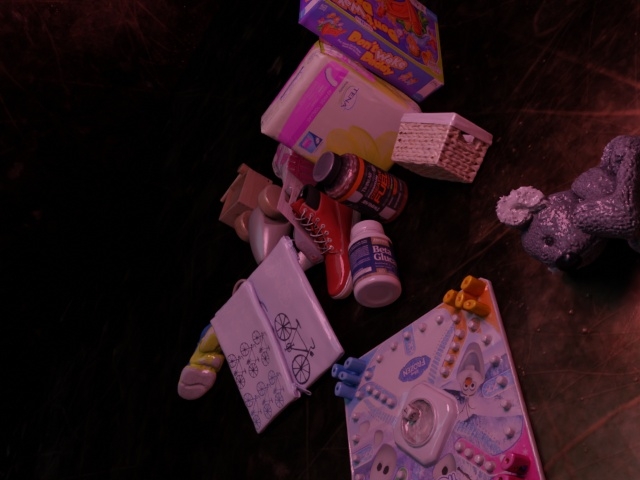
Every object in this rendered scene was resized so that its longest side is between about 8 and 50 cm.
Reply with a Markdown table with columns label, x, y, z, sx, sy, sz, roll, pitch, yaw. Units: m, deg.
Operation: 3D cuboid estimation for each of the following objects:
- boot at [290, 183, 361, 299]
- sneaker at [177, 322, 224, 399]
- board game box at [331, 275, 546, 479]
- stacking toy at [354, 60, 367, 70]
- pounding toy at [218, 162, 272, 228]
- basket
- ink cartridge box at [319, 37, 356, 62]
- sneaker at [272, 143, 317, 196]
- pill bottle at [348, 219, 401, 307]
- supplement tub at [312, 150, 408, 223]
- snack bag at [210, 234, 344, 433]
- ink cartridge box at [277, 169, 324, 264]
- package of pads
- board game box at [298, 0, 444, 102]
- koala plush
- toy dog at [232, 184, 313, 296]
| label | x | y | z | sx | sy | sz | roll | pitch | yaw |
| --- | --- | --- | --- | --- | --- | --- | --- | --- | --- |
| boot | 0.000 | 0.000 | 1.499 | 0.088 | 0.176 | 0.244 | -29 | 48 | 42 |
| sneaker | -0.308 | 0.317 | 1.863 | 0.240 | 0.091 | 0.126 | -57 | 13 | 15 |
| board game box | 0.164 | 0.304 | 1.151 | 0.390 | 0.050 | 0.389 | -40 | 39 | 35 |
| stacking toy | 0.058 | -0.390 | 1.736 | 0.301 | 0.166 | 0.175 | -49 | 42 | 5 |
| pounding toy | -0.219 | -0.133 | 2.025 | 0.181 | 0.094 | 0.206 | -37 | 31 | 47 |
| basket | 0.230 | -0.180 | 1.333 | 0.167 | 0.113 | 0.103 | 17 | 86 | 60 |
| ink cartridge box | 0.106 | -0.619 | 1.832 | 0.207 | 0.117 | 0.282 | -28 | 47 | 46 |
| sneaker | -0.070 | -0.194 | 1.834 | 0.111 | 0.103 | 0.252 | -46 | 29 | 36 |
| pill bottle | 0.105 | 0.042 | 1.385 | 0.094 | 0.094 | 0.169 | -43 | 38 | 34 |
| supplement tub | 0.081 | -0.115 | 1.432 | 0.106 | 0.198 | 0.106 | -36 | 42 | 41 |
| snack bag | -0.107 | 0.212 | 1.532 | 0.342 | 0.037 | 0.323 | -47 | 57 | 33 |
| ink cartridge box | -0.045 | -0.052 | 1.575 | 0.045 | 0.179 | 0.145 | -27 | 33 | 31 |
| package of pads | 0.054 | -0.264 | 1.483 | 0.229 | 0.297 | 0.101 | -50 | 25 | 25 |
| board game box | 0.116 | -0.482 | 1.493 | 0.078 | 0.347 | 0.233 | -34 | 43 | 41 |
| koala plush | 0.375 | -0.027 | 0.946 | 0.221 | 0.196 | 0.203 | -27 | 36 | 47 |
| toy dog | -0.098 | 0.034 | 1.698 | 0.220 | 0.161 | 0.333 | -11 | 75 | 51 |
